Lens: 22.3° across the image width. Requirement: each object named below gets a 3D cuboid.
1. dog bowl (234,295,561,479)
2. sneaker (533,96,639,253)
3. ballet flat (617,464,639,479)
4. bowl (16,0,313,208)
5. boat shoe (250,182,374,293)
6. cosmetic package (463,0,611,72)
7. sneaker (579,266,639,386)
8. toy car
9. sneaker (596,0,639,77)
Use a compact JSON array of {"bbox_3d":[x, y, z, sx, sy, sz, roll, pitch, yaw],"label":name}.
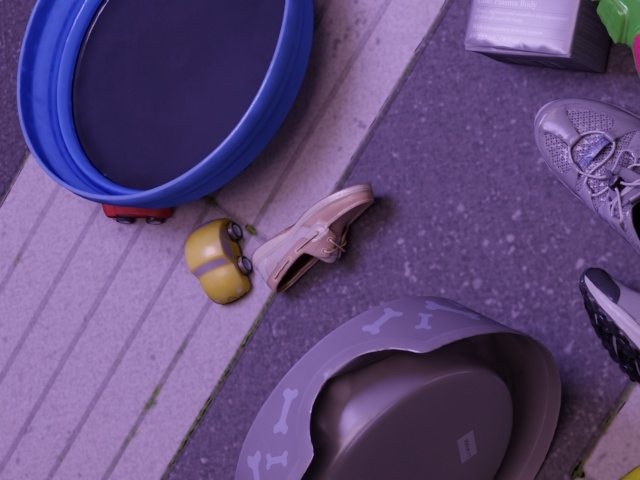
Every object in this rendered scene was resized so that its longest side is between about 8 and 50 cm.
[{"bbox_3d":[0.069,0.205,1.561,0.102,0.348,0.349,42,103,38],"label":"dog bowl"},{"bbox_3d":[0.313,-0.052,1.577,0.281,0.115,0.105,42,103,26],"label":"sneaker"},{"bbox_3d":[0.268,0.294,1.578,0.231,0.077,0.077,-42,66,17],"label":"ballet flat"},{"bbox_3d":[-0.177,-0.219,1.852,0.391,0.077,0.391,-12,67,30],"label":"bowl"},{"bbox_3d":[0.000,0.000,1.776,0.170,0.063,0.059,-37,70,30],"label":"boat shoe"},{"bbox_3d":[0.240,-0.298,1.659,0.127,0.107,0.238,8,91,32],"label":"cosmetic package"},{"bbox_3d":[0.360,0.106,1.555,0.108,0.100,0.271,-46,59,-11],"label":"sneaker"},{"bbox_3d":[-0.136,-0.073,1.860,0.239,0.053,0.225,37,101,27],"label":"toy car"},{"bbox_3d":[0.381,-0.241,1.523,0.185,0.202,0.483,-23,86,67],"label":"sneaker"}]
